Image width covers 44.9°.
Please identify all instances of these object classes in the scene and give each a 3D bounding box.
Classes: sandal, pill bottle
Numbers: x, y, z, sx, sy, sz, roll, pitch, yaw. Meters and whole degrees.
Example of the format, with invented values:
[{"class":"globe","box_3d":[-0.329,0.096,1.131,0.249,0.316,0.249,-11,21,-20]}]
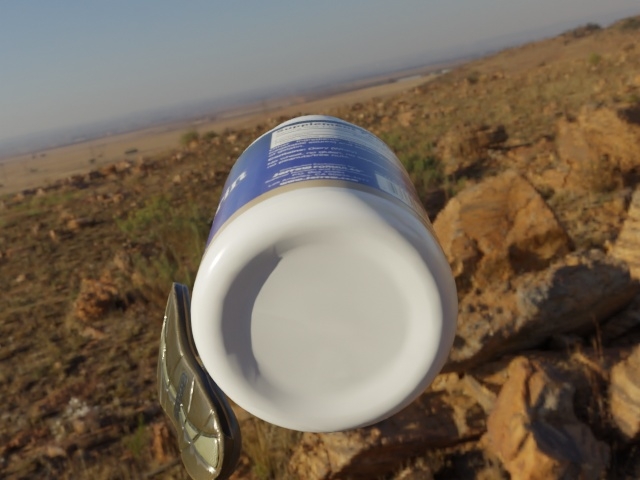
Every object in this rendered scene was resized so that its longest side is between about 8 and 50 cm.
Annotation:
[{"class":"sandal","box_3d":[-0.097,0.118,0.666,0.060,0.090,0.219,6,23,-28]},{"class":"pill bottle","box_3d":[0.000,0.000,0.546,0.153,0.153,0.265,-11,21,3]}]
